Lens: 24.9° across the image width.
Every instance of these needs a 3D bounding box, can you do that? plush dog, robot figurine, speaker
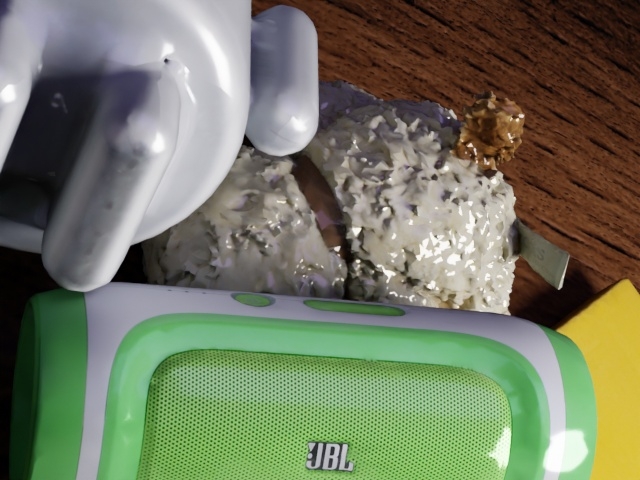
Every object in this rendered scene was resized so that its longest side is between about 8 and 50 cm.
[{"bbox_3d":[0.000,0.000,0.893,0.225,0.210,0.262,-20,74,-23],"label":"plush dog"},{"bbox_3d":[-0.138,-0.133,0.796,0.300,0.200,0.353,22,36,-18],"label":"robot figurine"},{"bbox_3d":[-0.010,0.093,0.772,0.297,0.131,0.131,5,56,-17],"label":"speaker"}]

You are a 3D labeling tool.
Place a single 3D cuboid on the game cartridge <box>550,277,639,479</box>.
[{"bbox_3d":[0.247,0.211,1.074,0.285,0.053,0.323,-27,80,-51],"label":"game cartridge"}]
